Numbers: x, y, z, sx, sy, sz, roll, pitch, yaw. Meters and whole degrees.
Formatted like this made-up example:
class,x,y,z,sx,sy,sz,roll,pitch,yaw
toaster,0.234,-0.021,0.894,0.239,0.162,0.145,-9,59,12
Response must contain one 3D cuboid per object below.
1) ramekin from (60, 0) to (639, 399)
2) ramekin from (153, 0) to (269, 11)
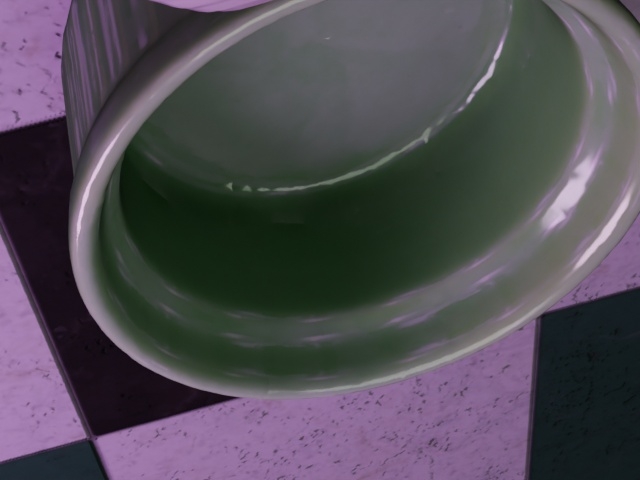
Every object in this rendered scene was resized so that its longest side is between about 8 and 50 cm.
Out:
class,x,y,z,sx,sy,sz,roll,pitch,yaw
ramekin,0.010,-0.067,0.790,0.303,0.148,0.303,-12,140,-10
ramekin,-0.042,-0.202,0.514,0.127,0.273,0.273,-23,146,26
